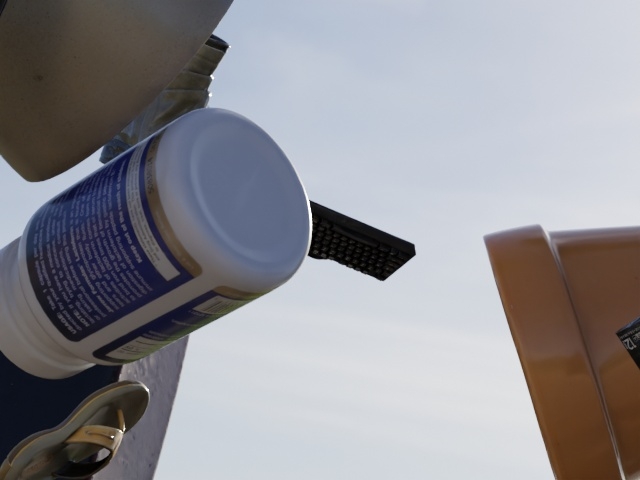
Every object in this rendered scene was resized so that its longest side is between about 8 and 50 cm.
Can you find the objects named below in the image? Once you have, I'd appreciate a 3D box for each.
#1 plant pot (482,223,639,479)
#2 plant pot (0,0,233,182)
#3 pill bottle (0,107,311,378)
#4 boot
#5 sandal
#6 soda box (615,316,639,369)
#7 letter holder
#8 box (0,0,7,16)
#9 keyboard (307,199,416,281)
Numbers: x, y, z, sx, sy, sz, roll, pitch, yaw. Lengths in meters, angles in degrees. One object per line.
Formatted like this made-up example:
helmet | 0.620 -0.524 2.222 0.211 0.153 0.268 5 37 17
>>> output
plant pot | 0.296 0.104 1.775 0.203 0.291 0.291 -18 -16 4
plant pot | -0.221 -0.216 1.502 0.191 0.284 0.284 42 -24 -22
pill bottle | -0.147 0.012 1.453 0.265 0.153 0.153 -28 -36 37
boot | -0.123 -0.125 1.776 0.083 0.161 0.246 12 9 -45
sandal | -0.216 0.187 1.633 0.049 0.072 0.180 34 38 23
soda box | 0.308 0.061 1.420 0.053 0.060 0.169 -30 -5 -31
letter holder | -0.230 0.176 1.896 0.152 0.302 0.214 -2 -34 23
box | -0.384 -0.108 1.272 0.242 0.307 0.076 21 14 -22
keyboard | 0.000 0.000 1.898 0.180 0.023 0.108 23 -31 -20
